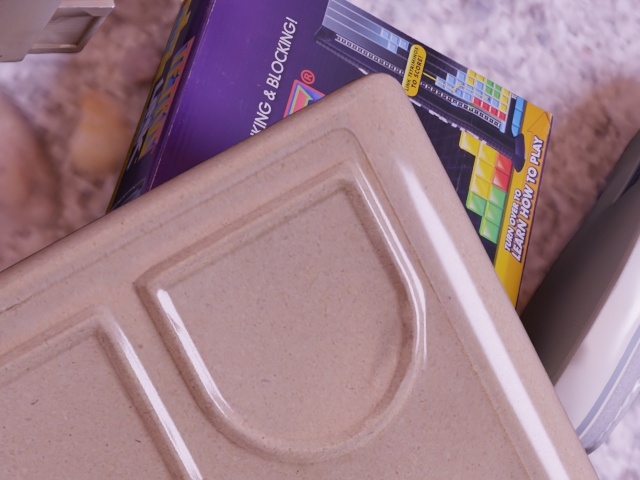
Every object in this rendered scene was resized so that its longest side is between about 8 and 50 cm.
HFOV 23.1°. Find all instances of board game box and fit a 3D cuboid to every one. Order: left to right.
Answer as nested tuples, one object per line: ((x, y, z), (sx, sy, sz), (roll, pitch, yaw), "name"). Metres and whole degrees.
((0.000, 0.000, 0.539), (0.141, 0.048, 0.170), (27, 57, -19), "board game box")

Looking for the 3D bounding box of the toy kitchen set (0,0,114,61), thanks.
((-0.112, -0.107, 0.509), (0.083, 0.068, 0.075), (-5, 71, -33), "toy kitchen set")

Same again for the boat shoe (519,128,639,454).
((0.142, 0.012, 0.597), (0.081, 0.079, 0.227), (41, 51, -3), "boat shoe")

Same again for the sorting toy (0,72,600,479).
((0.000, 0.132, 0.462), (0.229, 0.041, 0.307), (-31, 99, -24), "sorting toy")
